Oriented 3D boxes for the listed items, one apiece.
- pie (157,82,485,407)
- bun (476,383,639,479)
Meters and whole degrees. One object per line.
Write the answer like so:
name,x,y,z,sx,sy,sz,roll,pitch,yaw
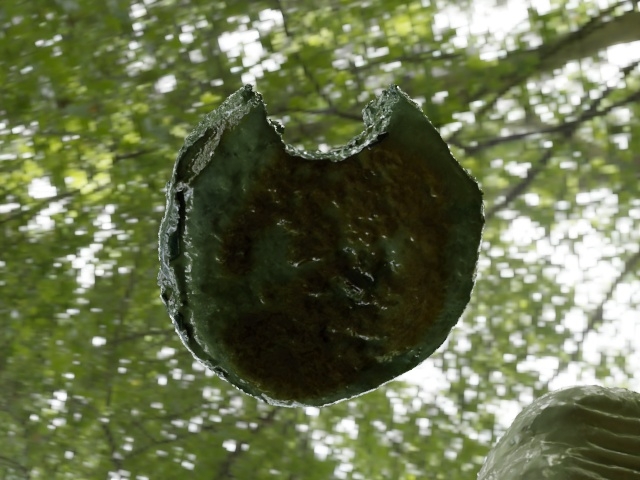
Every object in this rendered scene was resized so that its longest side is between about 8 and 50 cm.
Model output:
pie,0.000,0.008,1.270,0.302,0.067,0.302,-3,-68,-8
bun,0.288,0.323,1.377,0.365,0.219,0.365,17,-132,-20
